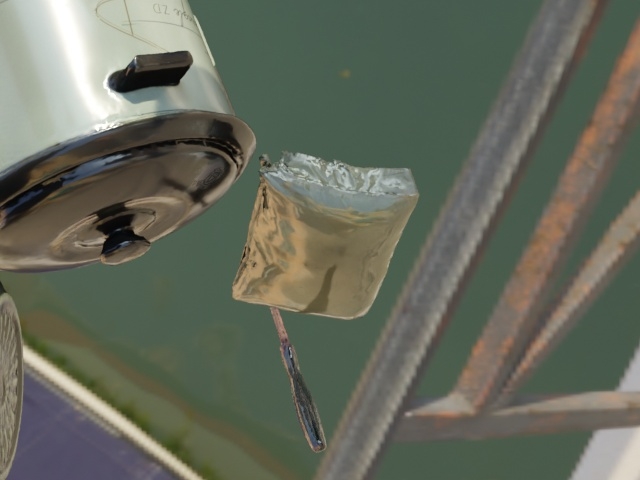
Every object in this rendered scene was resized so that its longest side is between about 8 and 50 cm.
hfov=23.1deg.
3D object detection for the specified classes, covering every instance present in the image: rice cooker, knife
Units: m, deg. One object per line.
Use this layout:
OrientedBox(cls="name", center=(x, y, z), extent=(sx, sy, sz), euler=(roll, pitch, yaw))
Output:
OrientedBox(cls="rice cooker", center=(-0.181, -0.089, 1.168), extent=(0.280, 0.241, 0.227), euler=(-40, 67, 48))
OrientedBox(cls="knife", center=(-0.027, 0.107, 1.358), extent=(0.247, 0.018, 0.035), euler=(-114, 7, -59))

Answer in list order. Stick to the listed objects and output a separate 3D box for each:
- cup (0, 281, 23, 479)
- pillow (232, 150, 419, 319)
OrientedBox(cls="cup", center=(-0.283, 0.109, 1.005), extent=(0.176, 0.223, 0.169), euler=(-1, 54, -2))
OrientedBox(cls="pillow", center=(0.000, 0.000, 1.203), extent=(0.208, 0.119, 0.053), euler=(106, 177, -57))
